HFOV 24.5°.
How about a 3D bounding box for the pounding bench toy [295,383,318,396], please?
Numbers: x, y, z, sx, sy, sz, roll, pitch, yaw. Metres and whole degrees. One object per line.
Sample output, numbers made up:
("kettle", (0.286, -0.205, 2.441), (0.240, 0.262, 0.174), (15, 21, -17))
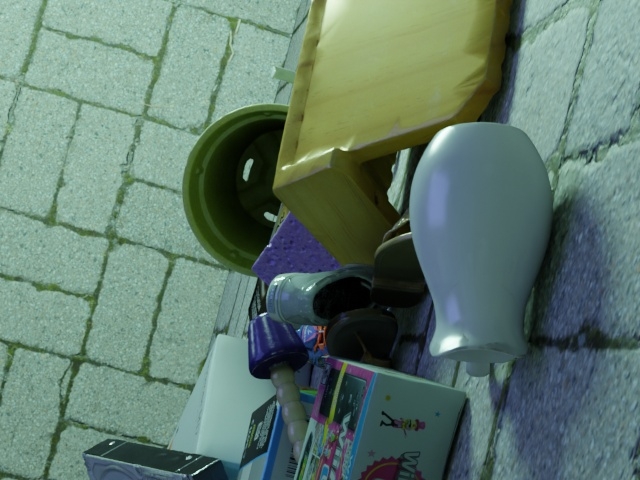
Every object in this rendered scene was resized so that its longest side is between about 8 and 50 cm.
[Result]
("pounding bench toy", (-0.030, 0.229, 2.131), (0.083, 0.065, 0.052), (116, 166, -49))

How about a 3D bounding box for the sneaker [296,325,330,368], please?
("sneaker", (0.015, 0.133, 1.943), (0.221, 0.087, 0.083), (128, 155, -69))

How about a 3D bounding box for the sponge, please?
("sponge", (0.000, 0.000, 2.055), (0.210, 0.117, 0.031), (-55, -19, 25))

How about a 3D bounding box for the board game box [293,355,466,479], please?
("board game box", (0.046, 0.242, 1.541), (0.303, 0.097, 0.224), (172, 113, -80))

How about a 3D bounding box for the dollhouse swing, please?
("dollhouse swing", (0.138, -0.182, 1.808), (0.315, 0.305, 0.347), (47, -134, -49))

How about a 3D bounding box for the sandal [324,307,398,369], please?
("sandal", (0.045, 0.154, 1.747), (0.219, 0.090, 0.060), (105, 152, -48))

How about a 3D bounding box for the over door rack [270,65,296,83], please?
("over door rack", (0.052, -0.323, 2.353), (0.324, 0.108, 0.239), (42, 116, 59))

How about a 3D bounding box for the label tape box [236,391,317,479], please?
("label tape box", (-0.062, 0.352, 1.969), (0.348, 0.115, 0.249), (135, 149, -70))

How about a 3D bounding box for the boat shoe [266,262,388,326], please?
("boat shoe", (0.033, 0.072, 1.760), (0.081, 0.227, 0.079), (8, 96, 38))

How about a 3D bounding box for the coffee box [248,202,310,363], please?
("coffee box", (-0.010, 0.016, 2.196), (0.168, 0.119, 0.297), (-107, 33, -70))

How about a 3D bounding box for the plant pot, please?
("plant pot", (-0.069, -0.091, 2.412), (0.254, 0.276, 0.276), (-55, -18, -81))

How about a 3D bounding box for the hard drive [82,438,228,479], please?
("hard drive", (-0.224, 0.428, 2.219), (0.339, 0.064, 0.237), (-1, 112, 53))

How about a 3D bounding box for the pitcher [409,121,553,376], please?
("pitcher", (0.141, 0.014, 1.313), (0.178, 0.125, 0.207), (77, -166, -76))

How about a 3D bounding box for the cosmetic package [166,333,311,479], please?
("cosmetic package", (-0.161, 0.375, 2.391), (0.453, 0.161, 0.230), (117, 166, -50))

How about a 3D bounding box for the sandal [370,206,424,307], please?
("sandal", (0.100, 0.001, 1.640), (0.240, 0.088, 0.079), (114, 164, -68))

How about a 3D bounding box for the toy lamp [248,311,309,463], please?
("toy lamp", (-0.028, 0.215, 1.778), (0.080, 0.080, 0.274), (118, 137, -55))
